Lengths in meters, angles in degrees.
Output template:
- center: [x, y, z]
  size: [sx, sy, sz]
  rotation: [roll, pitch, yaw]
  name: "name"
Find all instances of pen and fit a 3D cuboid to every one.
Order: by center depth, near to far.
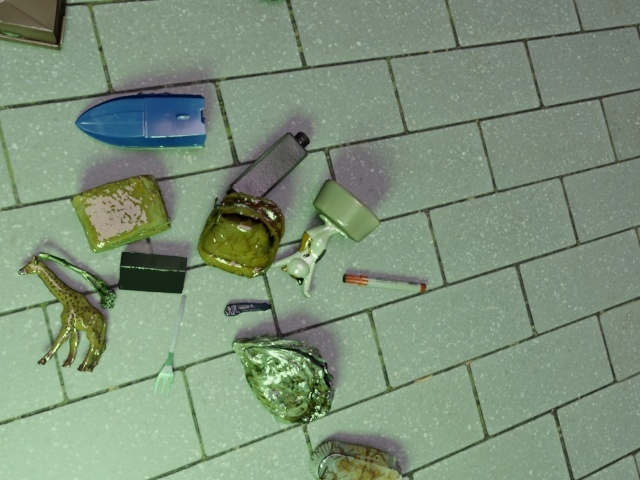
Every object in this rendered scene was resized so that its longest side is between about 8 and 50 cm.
- center: [0.173, 0.115, 1.445]
  size: [0.238, 0.028, 0.028]
  rotation: [8, 82, -18]
  name: "pen"

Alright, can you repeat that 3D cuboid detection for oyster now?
- center: [-0.078, 0.321, 1.305]
  size: [0.198, 0.112, 0.268]
  rotation: [-27, 102, 1]
  name: "oyster"

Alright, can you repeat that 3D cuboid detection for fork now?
- center: [-0.344, 0.242, 1.256]
  size: [0.039, 0.021, 0.235]
  rotation: [14, 80, -20]
  name: "fork"

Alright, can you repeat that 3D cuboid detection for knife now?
- center: [-0.177, 0.167, 1.324]
  size: [0.121, 0.018, 0.031]
  rotation: [-1, 78, -20]
  name: "knife"

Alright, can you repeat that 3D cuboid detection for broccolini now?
- center: [-0.532, 0.081, 1.199]
  size: [0.194, 0.052, 0.054]
  rotation: [36, 109, -11]
  name: "broccolini"

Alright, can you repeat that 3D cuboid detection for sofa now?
- center: [-0.386, 0.072, 1.244]
  size: [0.147, 0.085, 0.060]
  rotation: [5, 42, -18]
  name: "sofa"

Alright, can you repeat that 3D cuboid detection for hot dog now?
- center: [0.094, 0.575, 1.351]
  size: [0.252, 0.069, 0.131]
  rotation: [21, 87, -13]
  name: "hot dog"

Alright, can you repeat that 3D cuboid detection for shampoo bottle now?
- center: [-0.122, -0.181, 1.347]
  size: [0.079, 0.080, 0.246]
  rotation: [47, 72, -10]
  name: "shampoo bottle"

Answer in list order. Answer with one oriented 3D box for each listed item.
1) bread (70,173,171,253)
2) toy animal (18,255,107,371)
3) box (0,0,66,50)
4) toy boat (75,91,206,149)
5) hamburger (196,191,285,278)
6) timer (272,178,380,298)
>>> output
- center: [-0.440, -0.062, 1.213]
  size: [0.196, 0.102, 0.138]
  rotation: [-19, 93, -21]
  name: "bread"
- center: [-0.552, 0.159, 1.175]
  size: [0.149, 0.054, 0.276]
  rotation: [-13, 90, -18]
  name: "toy animal"
- center: [-0.677, -0.552, 1.191]
  size: [0.215, 0.086, 0.215]
  rotation: [5, 83, -19]
  name: "box"
- center: [-0.416, -0.276, 1.259]
  size: [0.294, 0.088, 0.129]
  rotation: [-3, 86, -9]
  name: "toy boat"
- center: [-0.183, -0.005, 1.253]
  size: [0.183, 0.130, 0.206]
  rotation: [20, 116, -10]
  name: "hamburger"
- center: [0.000, 0.000, 1.352]
  size: [0.175, 0.175, 0.266]
  rotation: [41, 89, -11]
  name: "timer"
